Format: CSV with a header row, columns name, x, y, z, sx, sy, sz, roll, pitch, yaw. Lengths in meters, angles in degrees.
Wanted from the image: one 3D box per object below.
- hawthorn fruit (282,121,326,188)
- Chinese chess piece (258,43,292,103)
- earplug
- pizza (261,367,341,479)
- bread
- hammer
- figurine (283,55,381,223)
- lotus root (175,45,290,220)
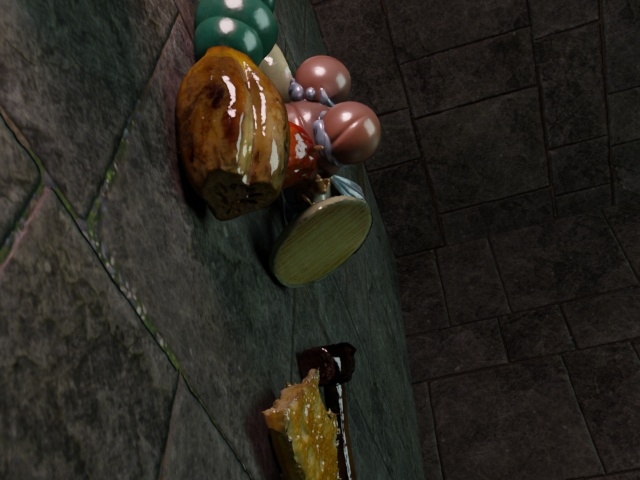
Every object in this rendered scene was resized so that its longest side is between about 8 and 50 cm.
name,x,y,z,sx,sy,sz,roll,pitch,yaw
hawthorn fruit,-0.104,-0.169,1.323,0.173,0.179,0.174,13,72,-46
Chinese chess piece,-0.121,-0.370,1.585,0.188,0.083,0.188,158,-90,-77
earplug,-0.184,-0.445,1.308,0.257,0.163,0.280,50,38,-53
pizza,-0.033,0.359,1.228,0.223,0.089,0.323,-80,156,-51
bread,0.000,0.000,1.464,0.040,0.267,0.267,52,-2,30
hammer,0.050,0.434,1.553,0.242,0.095,0.409,37,43,-74
figurine,0.004,-0.183,1.532,0.277,0.248,0.388,60,-6,32
lotus root,-0.142,-0.190,1.143,0.193,0.193,0.291,52,26,-64
